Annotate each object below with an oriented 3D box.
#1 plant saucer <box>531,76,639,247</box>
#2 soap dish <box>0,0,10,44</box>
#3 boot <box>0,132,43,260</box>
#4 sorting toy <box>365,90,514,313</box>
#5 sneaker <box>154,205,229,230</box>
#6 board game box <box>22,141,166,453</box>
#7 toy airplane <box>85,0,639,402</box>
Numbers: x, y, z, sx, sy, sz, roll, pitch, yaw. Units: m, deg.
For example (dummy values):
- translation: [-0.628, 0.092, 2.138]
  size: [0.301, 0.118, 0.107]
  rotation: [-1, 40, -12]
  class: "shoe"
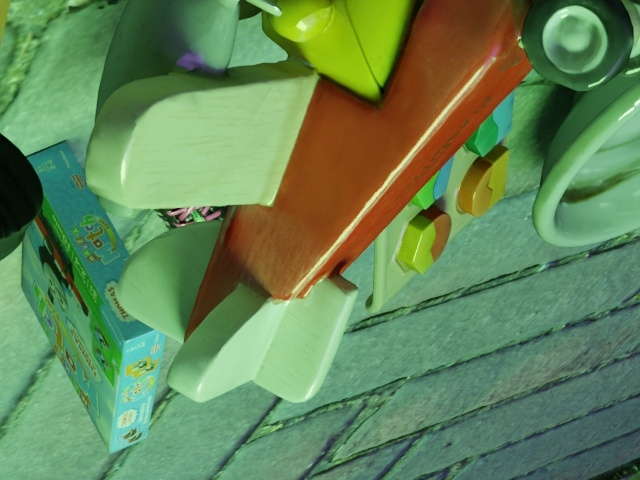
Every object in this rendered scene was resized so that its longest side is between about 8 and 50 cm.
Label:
- translation: [0.355, -0.148, 1.806]
  size: [0.400, 0.100, 0.400]
  rotation: [-28, 161, -11]
  class: "plant saucer"
- translation: [-0.201, -0.168, 0.700]
  size: [0.229, 0.118, 0.291]
  rotation: [-1, 108, -58]
  class: "soap dish"
- translation: [-0.354, 0.063, 1.199]
  size: [0.348, 0.131, 0.260]
  rotation: [-13, 153, -44]
  class: "boot"
- translation: [0.111, -0.053, 1.606]
  size: [0.193, 0.038, 0.208]
  rotation: [-42, 153, -35]
  class: "sorting toy"
- translation: [-0.097, -0.025, 1.457]
  size: [0.063, 0.075, 0.170]
  rotation: [-32, 160, -1]
  class: "sneaker"
- translation: [-0.171, 0.048, 1.394]
  size: [0.039, 0.160, 0.211]
  rotation: [-24, 159, -19]
  class: "board game box"
- translation: [-0.008, -0.092, 1.139]
  size: [0.384, 0.272, 0.386]
  rotation: [-39, 170, -22]
  class: "toy airplane"
